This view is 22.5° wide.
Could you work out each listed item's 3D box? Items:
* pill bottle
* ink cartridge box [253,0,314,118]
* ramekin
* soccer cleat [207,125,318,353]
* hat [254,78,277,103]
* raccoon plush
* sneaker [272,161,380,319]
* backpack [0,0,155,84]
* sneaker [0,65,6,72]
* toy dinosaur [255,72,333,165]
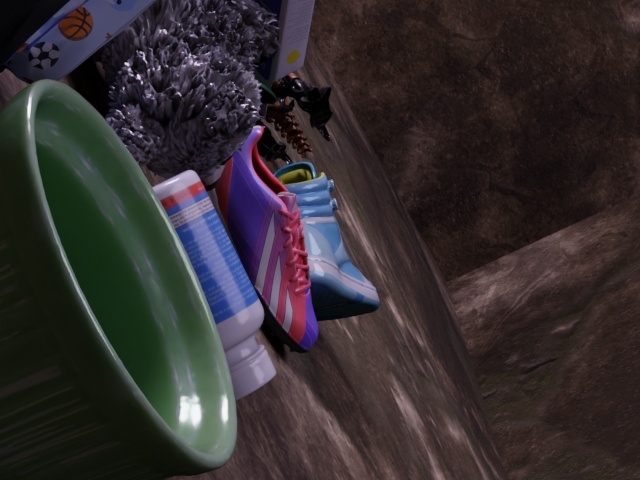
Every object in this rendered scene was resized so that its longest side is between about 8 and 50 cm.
[{"bbox_3d":[-0.131,0.053,1.590,0.221,0.124,0.124,63,9,-4],"label":"pill bottle"},{"bbox_3d":[-0.114,-0.386,2.305,0.303,0.072,0.307,50,-33,32],"label":"ink cartridge box"},{"bbox_3d":[-0.194,0.051,1.156,0.303,0.148,0.303,62,10,-19],"label":"ramekin"},{"bbox_3d":[-0.064,0.001,2.132,0.318,0.116,0.108,63,9,-11],"label":"soccer cleat"},{"bbox_3d":[-0.166,-0.146,2.233,0.208,0.184,0.173,22,-6,3],"label":"hat"},{"bbox_3d":[-0.210,-0.263,1.749,0.446,0.216,0.299,55,12,-18],"label":"raccoon plush"},{"bbox_3d":[0.000,0.000,2.367,0.319,0.127,0.208,42,38,-69],"label":"sneaker"},{"bbox_3d":[-0.252,-0.276,1.361,0.263,0.276,0.213,38,-19,42],"label":"backpack"},{"bbox_3d":[-0.304,-0.247,1.508,0.227,0.087,0.130,41,53,-15],"label":"sneaker"},{"bbox_3d":[-0.082,-0.245,2.645,0.322,0.164,0.218,23,21,-45],"label":"toy dinosaur"}]
